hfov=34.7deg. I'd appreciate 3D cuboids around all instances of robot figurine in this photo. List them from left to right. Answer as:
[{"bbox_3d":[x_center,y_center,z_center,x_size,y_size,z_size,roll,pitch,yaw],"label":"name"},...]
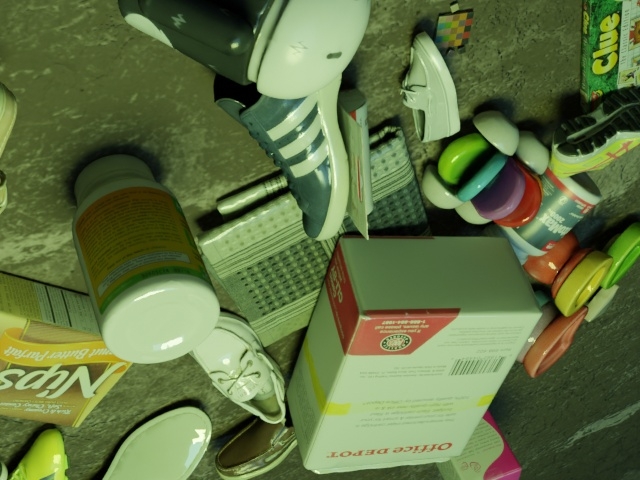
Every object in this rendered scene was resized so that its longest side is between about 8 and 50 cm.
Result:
[{"bbox_3d":[-0.085,-0.256,1.007,0.209,0.278,0.173,-61,177,-16],"label":"robot figurine"}]

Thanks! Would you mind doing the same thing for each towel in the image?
[{"bbox_3d":[0.000,0.000,1.491,0.324,0.056,0.312,-28,143,-3],"label":"towel"}]

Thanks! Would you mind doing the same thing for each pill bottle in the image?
[{"bbox_3d":[-0.218,0.013,1.219,0.136,0.245,0.136,-16,139,-14],"label":"pill bottle"},{"bbox_3d":[0.330,-0.039,1.574,0.108,0.108,0.180,18,124,-40],"label":"pill bottle"}]

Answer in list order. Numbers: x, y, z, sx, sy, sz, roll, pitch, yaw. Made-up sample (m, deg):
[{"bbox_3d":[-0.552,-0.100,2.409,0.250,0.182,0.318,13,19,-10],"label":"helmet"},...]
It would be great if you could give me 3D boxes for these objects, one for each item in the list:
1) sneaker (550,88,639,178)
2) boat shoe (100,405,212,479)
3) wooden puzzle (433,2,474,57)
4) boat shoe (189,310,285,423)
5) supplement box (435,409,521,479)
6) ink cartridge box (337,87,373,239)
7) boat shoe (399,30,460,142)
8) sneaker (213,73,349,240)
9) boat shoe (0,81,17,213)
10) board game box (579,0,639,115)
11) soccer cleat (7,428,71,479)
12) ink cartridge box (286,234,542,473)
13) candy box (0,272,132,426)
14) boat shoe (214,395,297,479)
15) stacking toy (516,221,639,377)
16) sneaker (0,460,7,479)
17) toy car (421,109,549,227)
[{"bbox_3d":[0.414,-0.150,1.484,0.208,0.081,0.094,-20,151,-15],"label":"sneaker"},{"bbox_3d":[-0.291,0.383,1.723,0.319,0.116,0.099,-49,179,15],"label":"boat shoe"},{"bbox_3d":[0.170,-0.270,1.315,0.049,0.006,0.083,-12,138,-17],"label":"wooden puzzle"},{"bbox_3d":[-0.120,0.204,1.595,0.098,0.096,0.277,-32,140,7],"label":"boat shoe"},{"bbox_3d":[0.268,0.376,1.898,0.111,0.220,0.114,-16,139,-12],"label":"supplement box"},{"bbox_3d":[0.051,-0.099,1.266,0.045,0.179,0.145,-9,112,-11],"label":"ink cartridge box"},{"bbox_3d":[0.136,-0.195,1.341,0.063,0.066,0.184,-27,150,-2],"label":"boat shoe"},{"bbox_3d":[-0.051,-0.145,1.237,0.148,0.131,0.350,-10,126,-8],"label":"sneaker"},{"bbox_3d":[-0.403,-0.066,1.148,0.098,0.109,0.302,9,134,-42],"label":"boat shoe"},{"bbox_3d":[0.424,-0.293,1.414,0.136,0.030,0.259,-21,140,-4],"label":"board game box"},{"bbox_3d":[-0.478,0.406,1.622,0.121,0.093,0.289,9,129,-30],"label":"soccer cleat"},{"bbox_3d":[0.125,0.178,1.572,0.279,0.160,0.384,0,136,-19],"label":"ink cartridge box"},{"bbox_3d":[-0.418,0.143,1.373,0.316,0.087,0.183,20,122,-42],"label":"candy box"},{"bbox_3d":[-0.073,0.311,1.749,0.257,0.095,0.095,-32,139,-13],"label":"boat shoe"},{"bbox_3d":[0.424,0.069,1.784,0.279,0.130,0.309,-32,152,-37],"label":"stacking toy"},{"bbox_3d":[-0.596,0.375,1.543,0.217,0.079,0.121,-34,137,-4],"label":"sneaker"},{"bbox_3d":[0.248,-0.082,1.459,0.182,0.136,0.159,23,120,-43],"label":"toy car"}]
